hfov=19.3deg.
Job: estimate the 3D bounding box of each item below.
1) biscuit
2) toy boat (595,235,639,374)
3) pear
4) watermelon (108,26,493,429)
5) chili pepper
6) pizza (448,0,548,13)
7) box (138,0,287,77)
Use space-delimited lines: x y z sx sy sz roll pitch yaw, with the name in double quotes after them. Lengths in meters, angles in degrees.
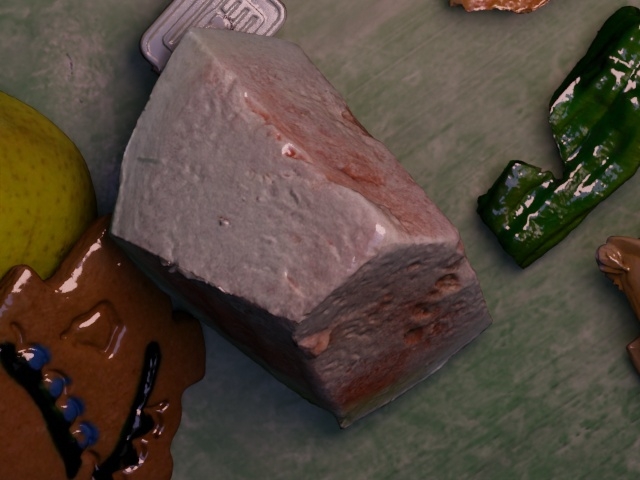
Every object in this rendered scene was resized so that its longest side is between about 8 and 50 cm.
-0.230 0.133 1.589 0.301 0.043 0.278 -19 115 -28 "biscuit"
0.344 0.126 1.667 0.089 0.121 0.321 -33 101 -25 "toy boat"
-0.302 -0.001 1.591 0.239 0.139 0.288 4 97 -16 "pear"
0.000 0.000 1.540 0.228 0.258 0.387 -46 112 -12 "watermelon"
0.234 -0.088 1.652 0.099 0.083 0.253 34 98 -7 "chili pepper"
0.209 -0.278 1.634 0.127 0.058 0.246 45 90 -8 "pizza"
-0.094 -0.181 1.612 0.084 0.069 0.122 43 92 -11 "box"
